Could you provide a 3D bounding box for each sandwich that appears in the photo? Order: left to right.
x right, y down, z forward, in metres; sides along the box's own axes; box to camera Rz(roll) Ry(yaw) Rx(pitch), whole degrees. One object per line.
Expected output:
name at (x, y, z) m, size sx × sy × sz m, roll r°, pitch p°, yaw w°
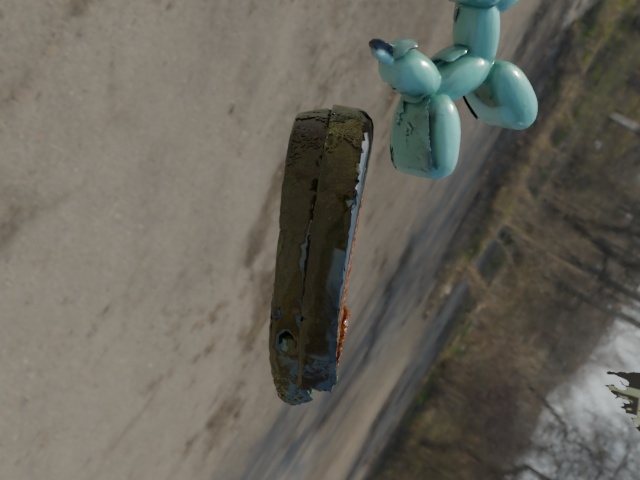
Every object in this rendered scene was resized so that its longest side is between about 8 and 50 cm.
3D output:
sandwich at (0.000, 0.002, 0.330) m, size 0.069 × 0.026 × 0.101 m, roll 73°, pitch 24°, yaw -85°

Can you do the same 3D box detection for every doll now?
doll at (0.101, -0.139, 0.723) m, size 0.159 × 0.059 × 0.159 m, roll -36°, pitch 123°, yaw -25°

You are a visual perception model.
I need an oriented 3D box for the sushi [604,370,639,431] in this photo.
sushi at (0.347, 0.140, 0.629) m, size 0.290 × 0.263 × 0.050 m, roll -104°, pitch -161°, yaw -65°
